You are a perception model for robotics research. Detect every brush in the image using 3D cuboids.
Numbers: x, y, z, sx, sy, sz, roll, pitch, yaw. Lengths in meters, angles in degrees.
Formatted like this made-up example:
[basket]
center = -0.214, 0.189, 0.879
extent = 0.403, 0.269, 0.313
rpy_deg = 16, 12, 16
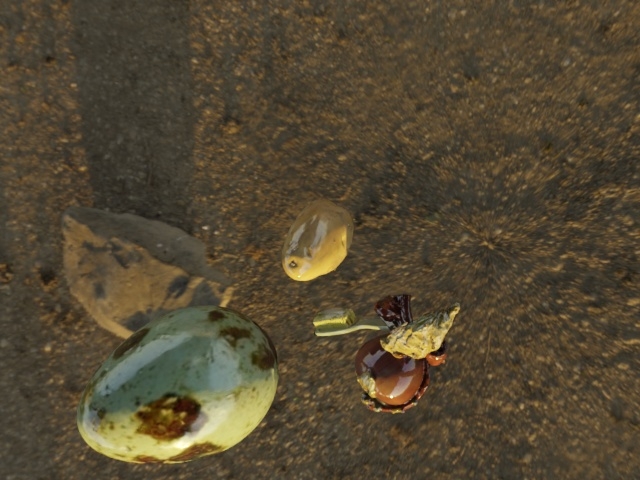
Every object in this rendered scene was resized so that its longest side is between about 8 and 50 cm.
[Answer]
[brush]
center = 0.077, 0.185, 1.590
extent = 0.297, 0.068, 0.060
rpy_deg = -12, 111, 47

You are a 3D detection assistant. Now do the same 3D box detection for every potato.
[potato]
center = -0.001, -0.004, 1.443
extent = 0.128, 0.235, 0.161
rpy_deg = 3, 102, 28

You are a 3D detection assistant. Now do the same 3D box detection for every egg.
[egg]
center = -0.158, 0.166, 0.752
extent = 0.231, 0.169, 0.169
rpy_deg = -19, 84, -22

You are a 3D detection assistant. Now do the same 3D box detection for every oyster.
[oyster]
center = 0.101, 0.092, 0.649
extent = 0.081, 0.083, 0.038
rpy_deg = -30, 77, -3

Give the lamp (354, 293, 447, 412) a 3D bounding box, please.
[lamp]
center = 0.154, 0.251, 1.435
extent = 0.223, 0.151, 0.215
rpy_deg = -41, 81, -12
